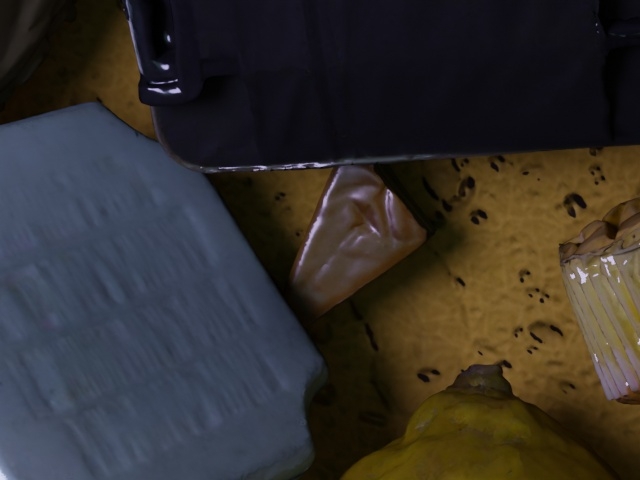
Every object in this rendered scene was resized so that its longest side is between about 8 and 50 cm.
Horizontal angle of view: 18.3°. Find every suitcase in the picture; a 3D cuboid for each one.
[{"bbox_3d":[0.083,-0.194,1.191,0.434,0.194,0.283,-5,121,7],"label":"suitcase"}]

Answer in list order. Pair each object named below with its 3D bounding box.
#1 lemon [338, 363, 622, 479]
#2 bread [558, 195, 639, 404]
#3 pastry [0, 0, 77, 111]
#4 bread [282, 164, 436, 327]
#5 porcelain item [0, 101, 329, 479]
[{"bbox_3d":[0.100,0.264,1.216,0.285,0.285,0.316,4,117,7],"label":"lemon"},{"bbox_3d":[0.272,0.010,1.220,0.250,0.179,0.133,-27,89,13],"label":"bread"},{"bbox_3d":[-0.313,-0.237,1.236,0.409,0.245,0.410,1,95,9],"label":"pastry"},{"bbox_3d":[-0.004,0.003,1.306,0.139,0.074,0.084,-37,91,10],"label":"bread"},{"bbox_3d":[-0.163,0.076,1.200,0.157,0.286,0.281,-41,78,40],"label":"porcelain item"}]
